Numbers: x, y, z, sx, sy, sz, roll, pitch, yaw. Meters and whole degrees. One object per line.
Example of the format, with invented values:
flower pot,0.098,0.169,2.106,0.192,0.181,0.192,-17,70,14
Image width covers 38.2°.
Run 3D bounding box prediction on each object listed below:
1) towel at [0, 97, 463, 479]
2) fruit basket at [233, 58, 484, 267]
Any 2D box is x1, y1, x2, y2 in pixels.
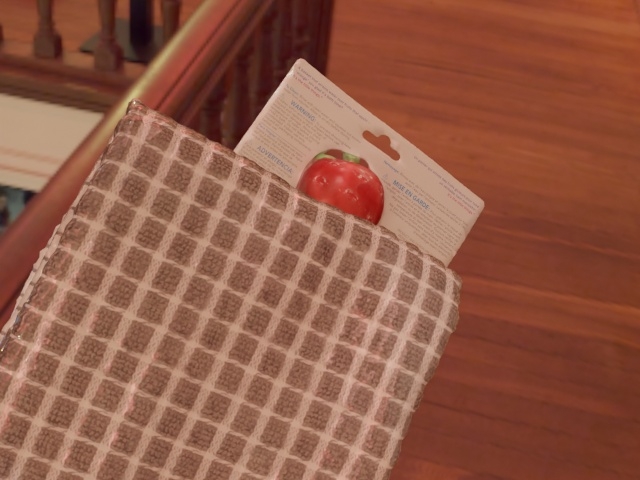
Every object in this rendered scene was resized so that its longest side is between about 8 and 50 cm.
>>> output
towel,-0.072,0.095,0.532,0.235,0.283,0.121,27,-9,-16
fruit basket,0.000,0.000,1.199,0.327,0.165,0.353,36,74,-13
